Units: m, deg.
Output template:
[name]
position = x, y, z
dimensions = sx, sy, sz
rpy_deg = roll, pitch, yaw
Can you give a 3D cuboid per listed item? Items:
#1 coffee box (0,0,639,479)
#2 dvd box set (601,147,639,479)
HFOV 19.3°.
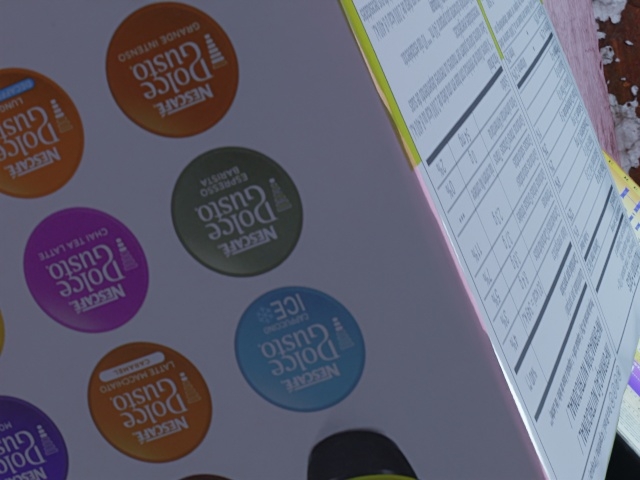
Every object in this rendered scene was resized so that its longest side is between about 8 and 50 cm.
[coffee box]
position = -0.069, -0.015, 0.881
dimensions = 0.334, 0.337, 0.338
rpy_deg = 66, 20, -11
[dvd box set]
position = 0.224, 0.059, 1.485
dimensions = 0.307, 0.062, 0.420
rpy_deg = 47, 25, 0
